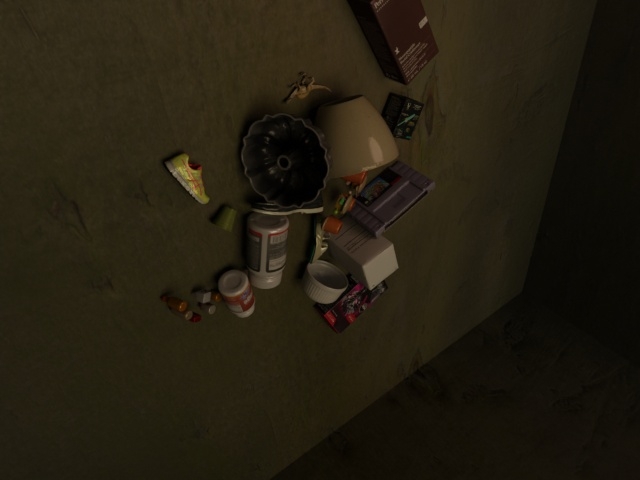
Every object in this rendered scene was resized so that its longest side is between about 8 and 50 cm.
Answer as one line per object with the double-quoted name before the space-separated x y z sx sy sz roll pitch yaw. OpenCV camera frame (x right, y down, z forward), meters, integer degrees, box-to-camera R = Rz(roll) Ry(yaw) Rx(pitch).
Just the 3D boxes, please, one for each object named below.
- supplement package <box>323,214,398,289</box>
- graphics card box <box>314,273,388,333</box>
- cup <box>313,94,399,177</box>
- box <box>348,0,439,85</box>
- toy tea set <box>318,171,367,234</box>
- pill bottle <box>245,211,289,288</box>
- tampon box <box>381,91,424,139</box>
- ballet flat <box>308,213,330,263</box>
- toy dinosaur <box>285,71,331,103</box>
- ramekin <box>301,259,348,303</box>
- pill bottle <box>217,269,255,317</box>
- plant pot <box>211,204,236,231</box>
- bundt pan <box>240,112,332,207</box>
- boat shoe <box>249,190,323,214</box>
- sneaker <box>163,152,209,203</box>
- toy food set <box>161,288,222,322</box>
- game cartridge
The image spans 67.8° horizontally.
"supplement package" 0.177 0.044 2.119 0.175 0.293 0.177 -37 138 -14
"graphics card box" 0.164 0.288 2.445 0.371 0.094 0.232 -42 138 -10
"cup" 0.102 -0.394 1.745 0.331 0.331 0.236 -26 114 -25
"box" 0.270 -0.771 1.711 0.191 0.143 0.381 -48 137 -2
"toy tea set" 0.083 -0.191 1.972 0.336 0.124 0.200 -61 171 -21
"pill bottle" -0.213 0.037 1.870 0.161 0.161 0.283 -16 129 -33
"tampon box" 0.331 -0.515 1.982 0.120 0.101 0.161 0 119 -42
"ballet flat" 0.000 0.000 2.080 0.086 0.086 0.248 -16 129 -33
"toy dinosaur" -0.050 -0.541 1.678 0.183 0.053 0.092 -24 149 -17
"ramekin" 0.010 0.192 2.159 0.207 0.207 0.109 2 127 -42
"pill bottle" -0.331 0.222 1.925 0.121 0.121 0.216 -34 147 -18
"plant pot" -0.344 -0.083 1.736 0.083 0.083 0.079 24 90 -48
"bundt pan" -0.102 -0.285 1.643 0.124 0.331 0.330 -47 153 -56
"boat shoe" -0.120 -0.164 1.834 0.340 0.127 0.113 -5 109 -37
"sneaker" -0.418 -0.203 1.572 0.094 0.081 0.208 -44 138 -10
"toy food set" -0.499 0.244 1.848 0.232 0.105 0.111 -17 121 -59
"game cartridge" 0.298 -0.190 2.098 0.355 0.230 0.068 -41 146 -11
